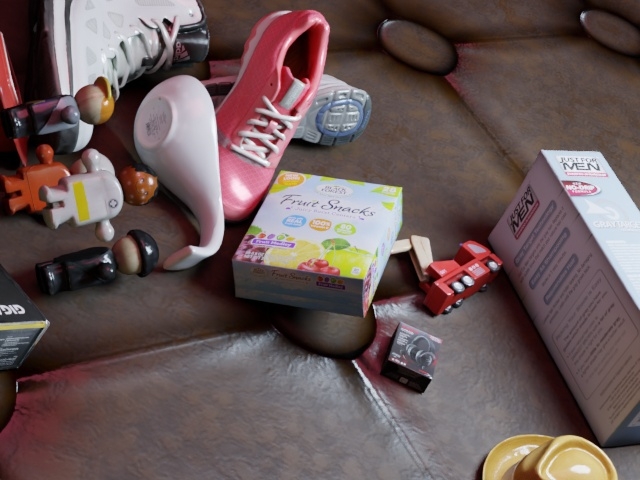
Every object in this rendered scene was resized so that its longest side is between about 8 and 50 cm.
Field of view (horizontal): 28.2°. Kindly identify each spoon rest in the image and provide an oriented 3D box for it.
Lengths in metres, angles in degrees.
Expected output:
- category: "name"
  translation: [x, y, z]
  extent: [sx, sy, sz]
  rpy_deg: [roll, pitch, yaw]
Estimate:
- category: "spoon rest"
  translation: [-0.180, -0.088, 1.660]
  extent: [0.084, 0.137, 0.276]
  rpy_deg: [18, 52, -48]

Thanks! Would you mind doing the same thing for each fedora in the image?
- category: "fedora"
  translation: [0.293, 0.291, 1.529]
  extent: [0.194, 0.079, 0.194]
  rpy_deg: [14, 42, -13]

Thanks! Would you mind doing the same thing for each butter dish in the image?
- category: "butter dish"
  translation: [-0.444, -0.183, 1.618]
  extent: [0.118, 0.160, 0.160]
  rpy_deg: [-15, 51, -10]

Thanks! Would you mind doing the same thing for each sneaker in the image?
- category: "sneaker"
  translation: [-0.270, -0.274, 1.765]
  extent: [0.257, 0.169, 0.448]
  rpy_deg: [8, 41, -18]
- category: "sneaker"
  translation: [-0.075, -0.175, 1.693]
  extent: [0.116, 0.136, 0.314]
  rpy_deg: [24, 78, -24]
- category: "sneaker"
  translation: [-0.077, -0.196, 1.856]
  extent: [0.297, 0.111, 0.129]
  rpy_deg: [0, 28, -30]

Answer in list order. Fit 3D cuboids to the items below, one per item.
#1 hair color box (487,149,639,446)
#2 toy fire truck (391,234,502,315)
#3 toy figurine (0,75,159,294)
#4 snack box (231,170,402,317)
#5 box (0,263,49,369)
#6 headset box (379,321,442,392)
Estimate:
- category: "hair color box"
  translation: [0.379, 0.071, 1.725]
  extent: [0.113, 0.185, 0.374]
  rpy_deg: [-1, 47, -28]
- category: "toy fire truck"
  translation: [0.148, 0.035, 1.750]
  extent: [0.135, 0.047, 0.192]
  rpy_deg: [43, 42, 20]
- category: "toy figurine"
  translation: [-0.280, -0.062, 1.504]
  extent: [0.148, 0.209, 0.213]
  rpy_deg: [-15, 56, -25]
- category: "snack box"
  translation: [0.000, 0.000, 1.652]
  extent: [0.174, 0.070, 0.207]
  rpy_deg: [8, 37, 13]
- category: "box"
  translation: [-0.472, 0.030, 1.316]
  extent: [0.257, 0.079, 0.322]
  rpy_deg: [44, 18, 22]
- category: "headset box"
  translation: [0.117, 0.146, 1.628]
  extent: [0.062, 0.032, 0.083]
  rpy_deg: [25, 42, -1]
